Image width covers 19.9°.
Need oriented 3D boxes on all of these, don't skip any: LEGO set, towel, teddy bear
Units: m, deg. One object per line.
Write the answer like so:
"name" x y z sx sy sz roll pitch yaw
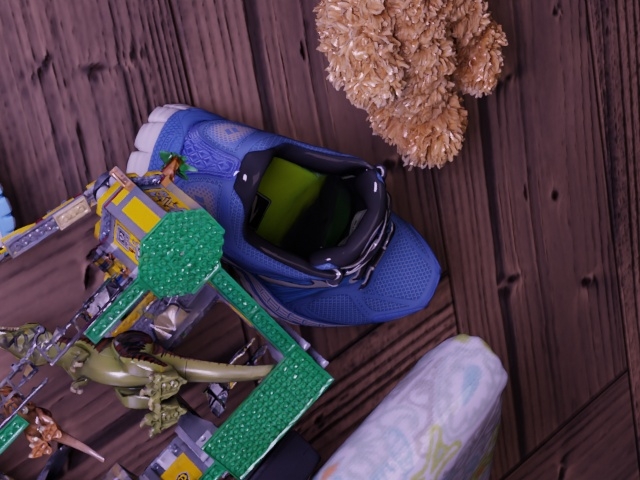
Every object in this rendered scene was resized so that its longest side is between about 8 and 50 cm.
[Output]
"LEGO set" -0.170 0.089 1.237 0.255 0.192 0.331 35 92 -42
"towel" 0.017 0.268 1.447 0.320 0.090 0.374 -49 161 -24
"teddy bear" 0.070 -0.209 1.454 0.245 0.113 0.338 -41 129 -36

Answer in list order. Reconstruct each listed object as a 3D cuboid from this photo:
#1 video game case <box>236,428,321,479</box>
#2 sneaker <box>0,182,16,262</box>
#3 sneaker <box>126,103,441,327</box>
"video game case" -0.120 0.254 1.237 0.248 0.035 0.275 -44 179 16
"sneaker" -0.265 -0.052 1.167 0.083 0.071 0.191 -40 123 -21
"sneaker" 0.000 0.000 1.409 0.330 0.147 0.130 25 82 -50
